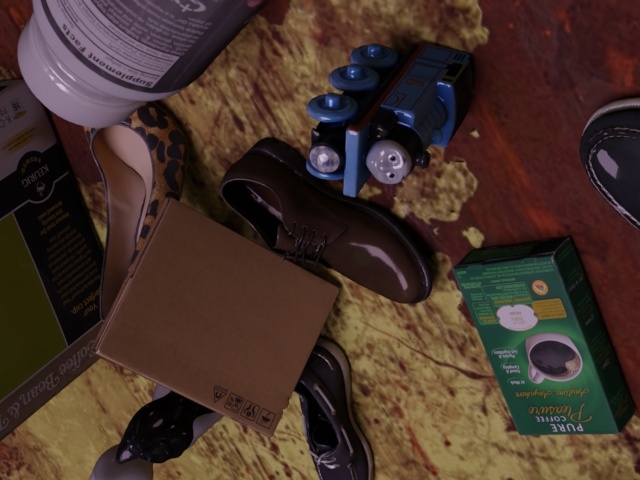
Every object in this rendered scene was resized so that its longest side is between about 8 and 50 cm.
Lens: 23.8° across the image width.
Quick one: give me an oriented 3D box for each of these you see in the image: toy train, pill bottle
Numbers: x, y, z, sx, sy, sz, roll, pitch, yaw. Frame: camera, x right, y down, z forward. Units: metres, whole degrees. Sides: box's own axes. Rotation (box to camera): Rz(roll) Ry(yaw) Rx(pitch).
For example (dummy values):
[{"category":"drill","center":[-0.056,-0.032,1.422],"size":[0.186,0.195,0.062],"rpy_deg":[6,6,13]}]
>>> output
[{"category":"toy train","center":[0.057,-0.104,1.257],"size":[0.105,0.184,0.080],"rpy_deg":[13,125,18]},{"category":"pill bottle","center":[-0.143,-0.232,1.323],"size":[0.176,0.176,0.318],"rpy_deg":[50,135,-1]}]

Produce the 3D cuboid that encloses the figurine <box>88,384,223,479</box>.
[{"category":"figurine","center":[-0.151,0.179,1.561],"size":[0.092,0.209,0.215],"rpy_deg":[44,144,2]}]

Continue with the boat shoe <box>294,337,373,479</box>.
[{"category":"boat shoe","center":[0.002,0.203,1.579],"size":[0.075,0.065,0.206],"rpy_deg":[9,123,33]}]

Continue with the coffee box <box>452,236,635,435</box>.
[{"category":"coffee box","center":[0.202,0.090,1.369],"size":[0.113,0.040,0.184],"rpy_deg":[-10,111,41]}]

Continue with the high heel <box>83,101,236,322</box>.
[{"category":"high heel","center":[-0.206,-0.045,1.487],"size":[0.261,0.186,0.093],"rpy_deg":[53,135,-4]}]

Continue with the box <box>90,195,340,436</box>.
[{"category":"box","center":[-0.097,0.075,1.458],"size":[0.201,0.164,0.021],"rpy_deg":[29,170,-22]}]

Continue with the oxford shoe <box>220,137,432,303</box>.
[{"category":"oxford shoe","center":[0.000,0.000,1.426],"size":[0.227,0.096,0.083],"rpy_deg":[32,131,14]}]

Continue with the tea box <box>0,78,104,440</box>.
[{"category":"tea box","center":[-0.423,0.044,1.611],"size":[0.220,0.329,0.324],"rpy_deg":[-3,116,38]}]

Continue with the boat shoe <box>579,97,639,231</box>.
[{"category":"boat shoe","center":[0.335,0.007,1.160],"size":[0.340,0.113,0.127],"rpy_deg":[35,134,14]}]
